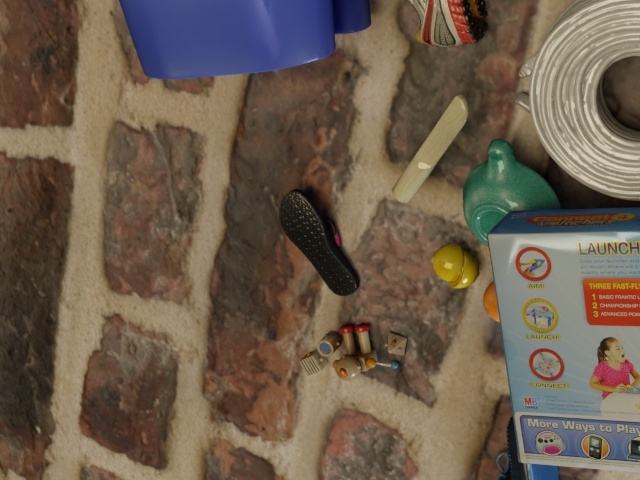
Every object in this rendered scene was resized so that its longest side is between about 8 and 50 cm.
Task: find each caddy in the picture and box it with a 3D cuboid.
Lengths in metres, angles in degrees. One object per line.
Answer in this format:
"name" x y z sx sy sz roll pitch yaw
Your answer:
"caddy" -0.098 -0.323 1.419 0.341 0.241 0.179 0 116 28

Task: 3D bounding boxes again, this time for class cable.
"cable" 0.370 -0.174 1.316 0.257 0.089 0.257 43 124 7

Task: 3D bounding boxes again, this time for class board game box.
"board game box" 0.366 0.116 1.306 0.308 0.086 0.302 0 110 29

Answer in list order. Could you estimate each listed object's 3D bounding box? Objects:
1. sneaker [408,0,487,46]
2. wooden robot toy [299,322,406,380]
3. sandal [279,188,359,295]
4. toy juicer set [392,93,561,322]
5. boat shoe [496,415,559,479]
"sneaker" 0.124 -0.339 1.381 0.093 0.088 0.225 -9 105 32
"wooden robot toy" 0.037 0.169 1.645 0.173 0.079 0.076 -8 106 30
"sandal" 0.000 0.000 1.625 0.067 0.040 0.179 -15 117 38
"toy juicer set" 0.215 -0.029 1.470 0.209 0.089 0.329 -27 105 47
"boat shoe" 0.279 0.361 1.581 0.089 0.109 0.258 -1 108 32
